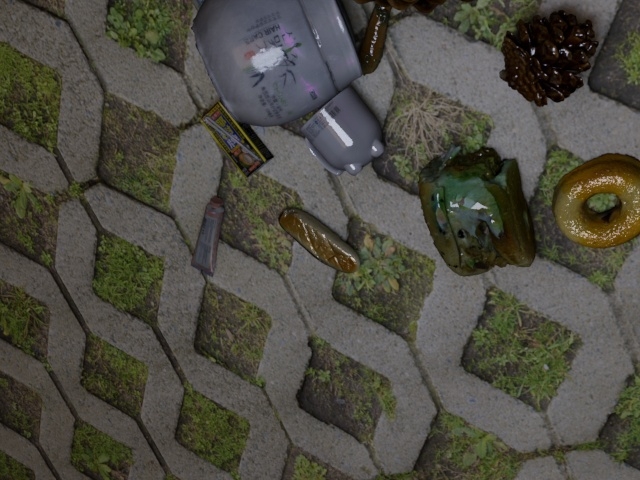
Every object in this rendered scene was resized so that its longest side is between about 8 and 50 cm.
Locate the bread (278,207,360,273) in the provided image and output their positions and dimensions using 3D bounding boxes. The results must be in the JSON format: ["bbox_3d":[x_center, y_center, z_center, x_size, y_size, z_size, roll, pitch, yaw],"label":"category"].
[{"bbox_3d":[-0.001,0.000,1.447,0.214,0.053,0.073,37,114,7],"label":"bread"}]

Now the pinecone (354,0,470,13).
[{"bbox_3d":[0.152,-0.563,0.976,0.397,0.398,0.398,7,113,18],"label":"pinecone"}]

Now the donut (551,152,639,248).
[{"bbox_3d":[0.526,-0.066,1.208,0.190,0.074,0.174,-10,107,24],"label":"donut"}]

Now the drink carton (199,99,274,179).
[{"bbox_3d":[-0.184,-0.223,1.428,0.071,0.056,0.166,-37,94,25],"label":"drink carton"}]

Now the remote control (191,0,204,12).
[{"bbox_3d":[-0.225,-0.469,1.360,0.074,0.032,0.122,-9,108,23],"label":"remote control"}]

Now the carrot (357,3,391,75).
[{"bbox_3d":[0.119,-0.433,1.231,0.049,0.049,0.255,23,119,11],"label":"carrot"}]

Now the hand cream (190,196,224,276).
[{"bbox_3d":[-0.265,-0.007,1.555,0.067,0.043,0.210,26,123,12],"label":"hand cream"}]

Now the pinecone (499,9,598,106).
[{"bbox_3d":[0.393,-0.317,1.124,0.173,0.173,0.174,7,113,18],"label":"pinecone"}]

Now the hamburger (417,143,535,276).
[{"bbox_3d":[0.297,-0.046,1.249,0.167,0.192,0.288,-11,106,34],"label":"hamburger"}]

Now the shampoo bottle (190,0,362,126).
[{"bbox_3d":[-0.073,-0.361,1.197,0.266,0.273,0.273,-22,102,9],"label":"shampoo bottle"}]

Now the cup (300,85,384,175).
[{"bbox_3d":[0.040,-0.199,1.309,0.173,0.134,0.142,-38,96,27],"label":"cup"}]
